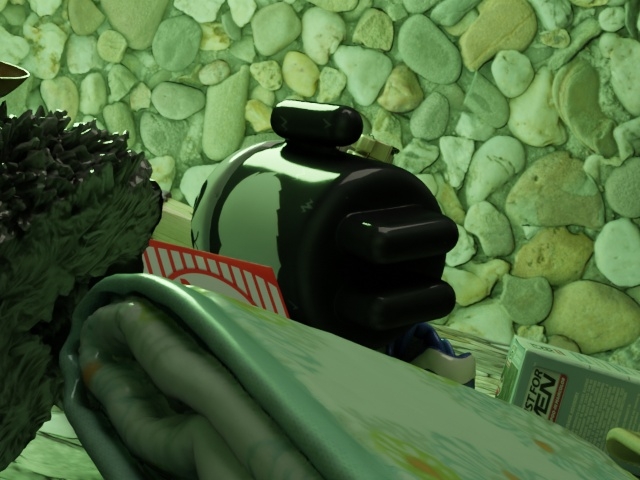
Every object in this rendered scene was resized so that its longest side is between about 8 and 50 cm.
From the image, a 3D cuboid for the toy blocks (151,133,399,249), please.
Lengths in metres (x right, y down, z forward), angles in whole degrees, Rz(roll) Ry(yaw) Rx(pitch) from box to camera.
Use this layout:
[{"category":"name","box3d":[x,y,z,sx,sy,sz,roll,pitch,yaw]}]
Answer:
[{"category":"toy blocks","box3d":[-0.099,-0.016,1.450,0.260,0.309,0.288,23,3,9]}]

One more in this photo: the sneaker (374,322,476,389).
[{"category":"sneaker","box3d":[0.082,0.138,1.236,0.112,0.131,0.296,13,1,-18]}]

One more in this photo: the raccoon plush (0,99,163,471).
[{"category":"raccoon plush","box3d":[-0.275,-0.049,0.695,0.299,0.216,0.446,30,-12,16]}]

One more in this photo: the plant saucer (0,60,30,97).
[{"category":"plant saucer","box3d":[-0.192,-0.086,0.666,0.083,0.015,0.083,12,12,-3]}]

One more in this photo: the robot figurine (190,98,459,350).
[{"category":"robot figurine","box3d":[-0.002,0.002,1.171,0.173,0.209,0.278,40,-13,-37]}]

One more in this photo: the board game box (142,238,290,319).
[{"category":"board game box","box3d":[-0.073,0.093,0.867,0.147,0.045,0.193,14,44,-42]}]

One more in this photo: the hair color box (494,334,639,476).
[{"category":"hair color box","box3d":[0.408,0.227,1.589,0.374,0.113,0.185,17,2,3]}]

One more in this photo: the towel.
[{"category":"towel","box3d":[0.085,0.147,0.542,0.320,0.090,0.374,26,7,-34]}]

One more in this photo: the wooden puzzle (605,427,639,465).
[{"category":"wooden puzzle","box3d":[0.484,0.282,1.297,0.322,0.080,0.348,16,-3,-8]}]
